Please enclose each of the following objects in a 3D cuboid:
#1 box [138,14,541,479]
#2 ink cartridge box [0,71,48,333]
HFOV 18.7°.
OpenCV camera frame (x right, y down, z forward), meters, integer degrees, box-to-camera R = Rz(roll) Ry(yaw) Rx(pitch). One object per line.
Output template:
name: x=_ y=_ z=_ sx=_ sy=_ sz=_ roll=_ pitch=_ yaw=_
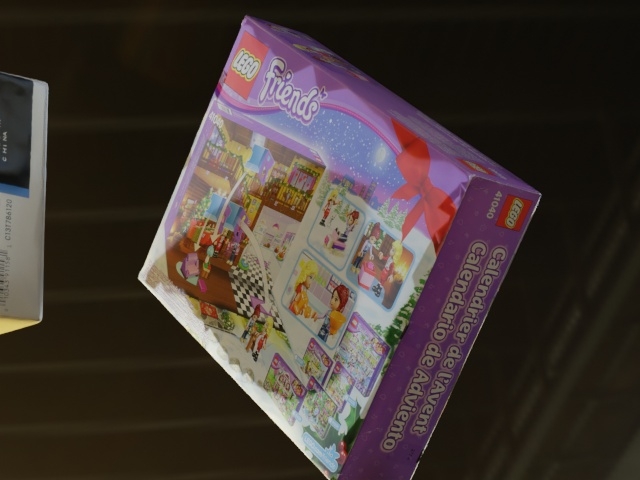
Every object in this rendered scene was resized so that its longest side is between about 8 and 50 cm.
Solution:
box: x=0.000 y=0.000 z=1.219 sx=0.057 sy=0.293 sz=0.201 roll=14 pitch=-74 yaw=-35
ink cartridge box: x=-0.304 y=0.001 z=1.342 sx=0.065 sy=0.165 sz=0.332 roll=10 pitch=-18 yaw=-39
